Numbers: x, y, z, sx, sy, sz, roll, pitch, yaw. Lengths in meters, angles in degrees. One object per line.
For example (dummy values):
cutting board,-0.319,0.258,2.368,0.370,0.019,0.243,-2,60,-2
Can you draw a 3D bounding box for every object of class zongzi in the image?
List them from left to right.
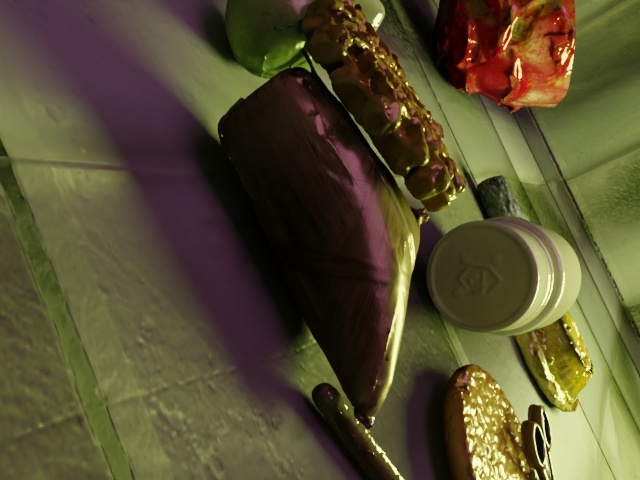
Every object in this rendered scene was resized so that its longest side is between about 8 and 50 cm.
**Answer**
zongzi,0.000,0.000,0.471,0.194,0.099,0.197,50,32,-30

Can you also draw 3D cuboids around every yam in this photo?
yam,0.030,0.141,0.474,0.116,0.021,0.021,56,25,-19

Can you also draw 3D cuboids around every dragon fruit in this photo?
dragon fruit,0.346,-0.430,1.385,0.386,0.249,0.370,-97,179,-60

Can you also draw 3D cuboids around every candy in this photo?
candy,-0.003,-0.194,0.694,0.335,0.092,0.092,-17,90,-74

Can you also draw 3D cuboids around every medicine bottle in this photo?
medicine bottle,0.214,0.042,0.802,0.237,0.139,0.139,2,64,-62

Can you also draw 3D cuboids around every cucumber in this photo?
cucumber,0.306,-0.053,1.178,0.111,0.064,0.064,64,24,8

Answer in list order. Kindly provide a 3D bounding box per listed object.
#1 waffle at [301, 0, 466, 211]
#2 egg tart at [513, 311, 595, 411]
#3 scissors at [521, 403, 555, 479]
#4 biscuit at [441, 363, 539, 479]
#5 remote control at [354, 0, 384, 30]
waffle,0.048,-0.106,0.521,0.191,0.038,0.191,49,20,-25
egg tart,0.349,0.160,1.034,0.191,0.074,0.191,48,27,-35
scissors,0.239,0.280,0.709,0.088,0.017,0.220,-19,95,-65
biscuit,0.156,0.189,0.660,0.224,0.033,0.144,16,53,-62
remote control,-0.011,-0.282,0.736,0.229,0.073,0.044,34,18,-43
